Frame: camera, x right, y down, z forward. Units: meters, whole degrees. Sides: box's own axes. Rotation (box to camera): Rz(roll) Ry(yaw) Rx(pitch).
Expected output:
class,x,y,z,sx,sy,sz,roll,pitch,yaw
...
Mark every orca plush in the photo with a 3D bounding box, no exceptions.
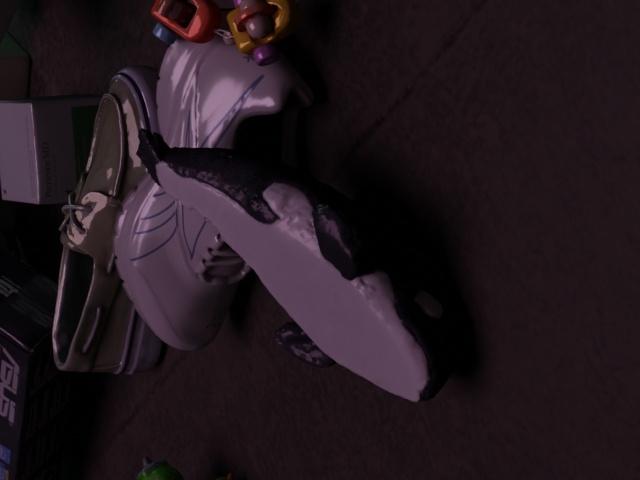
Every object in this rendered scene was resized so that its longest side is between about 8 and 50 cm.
class,x,y,z,sx,sy,sz,roll,pitch,yaw
orca plush,0.000,0.000,1.156,0.287,0.102,0.151,27,136,35

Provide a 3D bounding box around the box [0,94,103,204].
class,x,y,z,sx,sy,sz,roll,pitch,yaw
box,-0.258,-0.090,1.574,0.102,0.087,0.101,8,104,58

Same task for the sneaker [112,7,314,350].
class,x,y,z,sx,sy,sz,roll,pitch,yaw
sneaker,-0.084,-0.029,1.284,0.129,0.111,0.297,42,132,41

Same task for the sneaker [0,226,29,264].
class,x,y,z,sx,sy,sz,roll,pitch,yaw
sneaker,-0.361,0.050,1.804,0.052,0.058,0.135,40,128,49

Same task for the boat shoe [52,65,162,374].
class,x,y,z,sx,sy,sz,roll,pitch,yaw
boat shoe,-0.188,-0.009,1.467,0.109,0.094,0.302,34,124,52

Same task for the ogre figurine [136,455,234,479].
class,x,y,z,sx,sy,sz,roll,pitch,yaw
ogre figurine,-0.107,0.265,1.394,0.197,0.097,0.118,-126,28,-56

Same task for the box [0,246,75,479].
class,x,y,z,sx,sy,sz,roll,pitch,yaw
box,-0.412,0.136,1.710,0.318,0.097,0.395,31,136,15

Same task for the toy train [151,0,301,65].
class,x,y,z,sx,sy,sz,roll,pitch,yaw
toy train,-0.061,-0.201,1.188,0.125,0.046,0.166,43,107,23

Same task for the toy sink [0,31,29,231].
class,x,y,z,sx,sy,sz,roll,pitch,yaw
toy sink,-0.422,-0.116,1.780,0.131,0.153,0.234,44,133,47

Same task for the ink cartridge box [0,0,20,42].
class,x,y,z,sx,sy,sz,roll,pitch,yaw
ink cartridge box,-0.354,-0.385,1.456,0.279,0.160,0.384,42,111,34

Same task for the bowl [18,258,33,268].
class,x,y,z,sx,sy,sz,roll,pitch,yaw
bowl,-0.343,0.069,1.732,0.170,0.080,0.170,24,135,26
